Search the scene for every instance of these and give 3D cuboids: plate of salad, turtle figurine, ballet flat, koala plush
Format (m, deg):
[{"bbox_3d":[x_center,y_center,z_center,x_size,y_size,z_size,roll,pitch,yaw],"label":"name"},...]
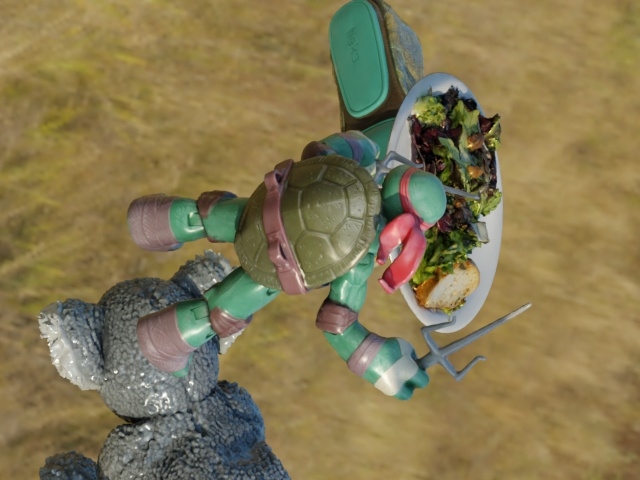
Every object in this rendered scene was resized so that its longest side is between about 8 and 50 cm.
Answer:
[{"bbox_3d":[0.105,-0.029,1.138,0.200,0.048,0.200,4,86,-57],"label":"plate of salad"},{"bbox_3d":[0.000,0.000,0.863,0.118,0.234,0.175,45,40,-48],"label":"turtle figurine"},{"bbox_3d":[0.077,-0.111,1.630,0.123,0.123,0.349,90,-3,-58],"label":"ballet flat"},{"bbox_3d":[-0.121,0.128,1.183,0.203,0.196,0.221,9,-69,64],"label":"koala plush"}]
